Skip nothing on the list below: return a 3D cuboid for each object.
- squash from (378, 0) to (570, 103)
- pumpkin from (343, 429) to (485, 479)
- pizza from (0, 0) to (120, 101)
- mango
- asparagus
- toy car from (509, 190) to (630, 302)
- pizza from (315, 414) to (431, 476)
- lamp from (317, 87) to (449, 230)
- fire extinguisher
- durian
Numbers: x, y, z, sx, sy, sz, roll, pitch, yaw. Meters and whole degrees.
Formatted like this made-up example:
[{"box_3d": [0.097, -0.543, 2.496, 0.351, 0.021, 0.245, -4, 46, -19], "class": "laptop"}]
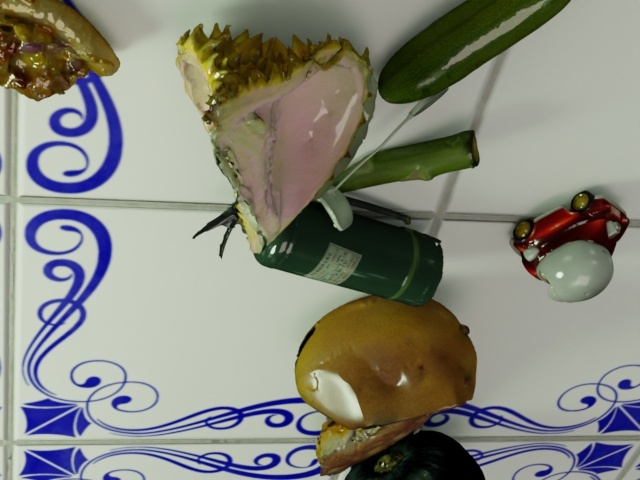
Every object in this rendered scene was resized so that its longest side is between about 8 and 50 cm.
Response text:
[{"box_3d": [0.160, -0.211, 1.188, 0.258, 0.069, 0.069, -33, 134, 24], "class": "squash"}, {"box_3d": [0.134, 0.380, 1.740, 0.233, 0.233, 0.163, -23, 101, 15], "class": "pumpkin"}, {"box_3d": [-0.311, -0.189, 1.123, 0.246, 0.058, 0.127, 18, 133, -25], "class": "pizza"}, {"box_3d": [0.079, 0.153, 1.521, 0.236, 0.166, 0.136, -15, 169, 9], "class": "mango"}, {"box_3d": [0.093, -0.086, 1.342, 0.178, 0.041, 0.045, -11, 107, 22], "class": "asparagus"}, {"box_3d": [0.312, 0.018, 1.447, 0.112, 0.112, 0.139, 30, 126, -36], "class": "toy car"}, {"box_3d": [0.083, 0.238, 1.674, 0.161, 0.086, 0.305, 1, 145, -46], "class": "pizza"}, {"box_3d": [0.075, -0.093, 1.299, 0.198, 0.056, 0.050, -43, 174, 25], "class": "lamp"}, {"box_3d": [0.000, 0.000, 1.383, 0.294, 0.093, 0.118, 16, 119, -26], "class": "fire extinguisher"}, {"box_3d": [-0.028, -0.125, 1.196, 0.195, 0.185, 0.305, -29, 147, -6], "class": "durian"}]
